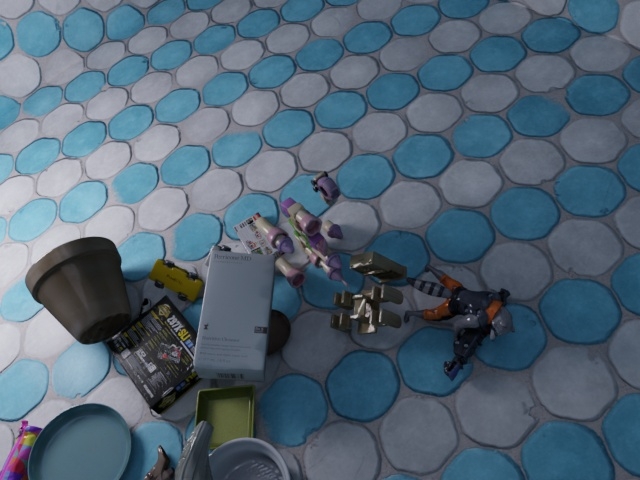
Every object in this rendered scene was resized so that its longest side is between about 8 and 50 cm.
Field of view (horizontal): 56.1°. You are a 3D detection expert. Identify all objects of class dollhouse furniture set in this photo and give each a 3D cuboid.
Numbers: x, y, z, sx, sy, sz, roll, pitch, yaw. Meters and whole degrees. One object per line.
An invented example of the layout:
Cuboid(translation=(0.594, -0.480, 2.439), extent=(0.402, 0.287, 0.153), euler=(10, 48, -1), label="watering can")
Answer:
Cuboid(translation=(0.172, 0.178, 1.881), extent=(0.212, 0.161, 0.241), euler=(-15, 60, 44), label="dollhouse furniture set")

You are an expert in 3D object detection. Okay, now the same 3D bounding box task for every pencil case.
Cuboid(translation=(-0.933, 0.689, 1.866), extent=(0.105, 0.104, 0.236), euler=(0, 57, 15), label="pencil case")

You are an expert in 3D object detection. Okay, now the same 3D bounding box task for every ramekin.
Cuboid(translation=(-0.199, 0.696, 1.642), extent=(0.278, 0.135, 0.277), euler=(-7, 56, 10), label="ramekin")

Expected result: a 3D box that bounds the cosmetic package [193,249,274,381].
Cuboid(translation=(-0.261, 0.235, 1.888), extent=(0.218, 0.156, 0.384), euler=(3, 64, -3), label="cosmetic package")

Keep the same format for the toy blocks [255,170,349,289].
Cuboid(translation=(0.000, 0.000, 1.973), extent=(0.309, 0.288, 0.260), euler=(-37, 49, -14), label="toy blocks")

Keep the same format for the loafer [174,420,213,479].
Cuboid(translation=(-0.330, 0.639, 1.579), extent=(0.112, 0.112, 0.319), euler=(21, 57, -14), label="loafer")

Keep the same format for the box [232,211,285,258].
Cuboid(translation=(-0.226, -0.002, 2.186), extent=(0.114, 0.036, 0.207), euler=(-30, 54, -7), label="box")

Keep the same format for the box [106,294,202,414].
Cuboid(translation=(-0.522, 0.371, 1.987), extent=(0.257, 0.079, 0.322), euler=(-39, 56, -15), label="box")

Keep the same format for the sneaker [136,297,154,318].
Cuboid(translation=(-0.627, 0.251, 2.117), extent=(0.040, 0.043, 0.109), euler=(7, 60, 17), label="sneaker")

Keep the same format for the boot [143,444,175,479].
Cuboid(translation=(-0.487, 0.682, 1.786), extent=(0.087, 0.042, 0.118), euler=(-36, 55, -8), label="boot")

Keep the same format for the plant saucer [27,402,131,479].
Cuboid(translation=(-0.732, 0.661, 1.846), extent=(0.318, 0.043, 0.317), euler=(-3, 56, 4), label="plant saucer")

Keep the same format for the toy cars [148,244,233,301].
Cuboid(translation=(-0.402, 0.111, 2.119), extent=(0.394, 0.087, 0.176), euler=(-13, 95, 6), label="toy cars")

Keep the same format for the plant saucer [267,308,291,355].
Cuboid(translation=(-0.175, 0.306, 1.968), extent=(0.169, 0.029, 0.168), euler=(-7, 54, 10), label="plant saucer")

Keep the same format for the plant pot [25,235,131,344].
Cuboid(translation=(-0.798, 0.190, 2.071), extent=(0.323, 0.323, 0.280), euler=(-34, 71, -9), label="plant pot")

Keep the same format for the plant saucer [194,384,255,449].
Cuboid(translation=(-0.285, 0.542, 1.825), extent=(0.188, 0.045, 0.188), euler=(-8, 55, 10), label="plant saucer")

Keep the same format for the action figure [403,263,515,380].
Cuboid(translation=(0.405, 0.226, 1.783), extent=(0.330, 0.178, 0.341), euler=(14, 57, 34), label="action figure")
